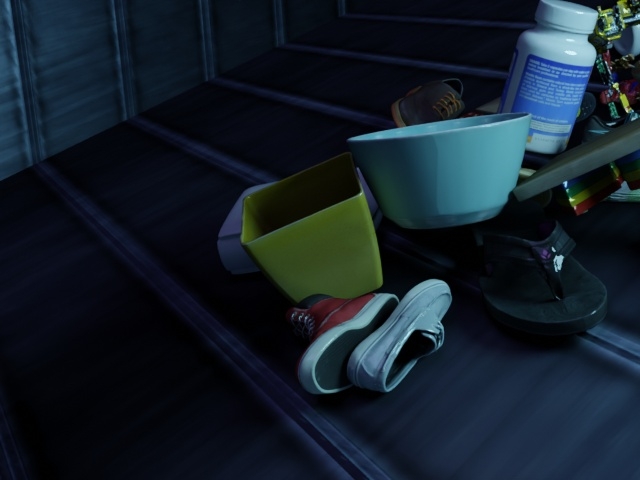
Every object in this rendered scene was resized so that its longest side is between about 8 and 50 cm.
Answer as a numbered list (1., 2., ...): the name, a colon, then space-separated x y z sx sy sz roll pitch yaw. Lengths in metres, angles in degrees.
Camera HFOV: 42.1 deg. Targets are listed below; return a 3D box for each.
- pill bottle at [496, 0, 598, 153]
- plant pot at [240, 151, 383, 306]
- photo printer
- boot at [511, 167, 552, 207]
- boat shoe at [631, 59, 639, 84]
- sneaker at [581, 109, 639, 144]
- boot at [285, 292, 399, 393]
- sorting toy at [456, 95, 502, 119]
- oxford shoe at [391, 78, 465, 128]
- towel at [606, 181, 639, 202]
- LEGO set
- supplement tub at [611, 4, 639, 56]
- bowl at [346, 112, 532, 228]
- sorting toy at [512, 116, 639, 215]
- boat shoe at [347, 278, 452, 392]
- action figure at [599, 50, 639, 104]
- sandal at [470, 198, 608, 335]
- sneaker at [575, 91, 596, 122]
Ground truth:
1. pill bottle: 0.440 -0.317 1.604 0.152 0.272 0.152 10 25 -5
2. plant pot: 0.000 0.000 1.424 0.212 0.187 0.212 -23 25 6
3. photo printer: -0.027 -0.046 1.652 0.307 0.107 0.256 -9 25 16
4. boot: 0.360 -0.134 1.621 0.262 0.095 0.203 3 29 42
5. boat shoe: 0.823 -0.333 1.726 0.341 0.110 0.121 9 46 38
6. sneaker: 0.610 -0.182 1.509 0.267 0.106 0.101 -2 16 7
7. boot: -0.007 0.150 1.259 0.176 0.088 0.244 0 21 33
8. sorting toy: 0.456 -0.304 1.967 0.274 0.046 0.132 -27 26 -22
9. oxford shoe: 0.262 -0.312 1.970 0.132 0.130 0.364 -27 18 26
10. towel: 0.595 -0.101 1.479 0.152 0.023 0.113 4 32 37
11. LEGO set: 0.660 -0.337 1.578 0.255 0.331 0.192 -8 -5 -11
12. supplement tub: 0.867 -0.570 2.153 0.199 0.144 0.144 -19 24 -5
13. bowl: 0.208 -0.115 1.409 0.311 0.163 0.311 -8 9 1
14. sorting toy: 0.485 -0.125 1.368 0.257 0.089 0.255 -26 3 37
15. boat shoe: 0.136 0.142 1.205 0.081 0.079 0.227 19 46 38
16. action figure: 0.746 -0.398 1.886 0.280 0.139 0.091 -25 24 -12
17. sandal: 0.316 0.011 1.314 0.167 0.107 0.446 -15 23 3
18. sneaker: 0.517 -0.289 1.871 0.209 0.069 0.082 -23 21 -13
